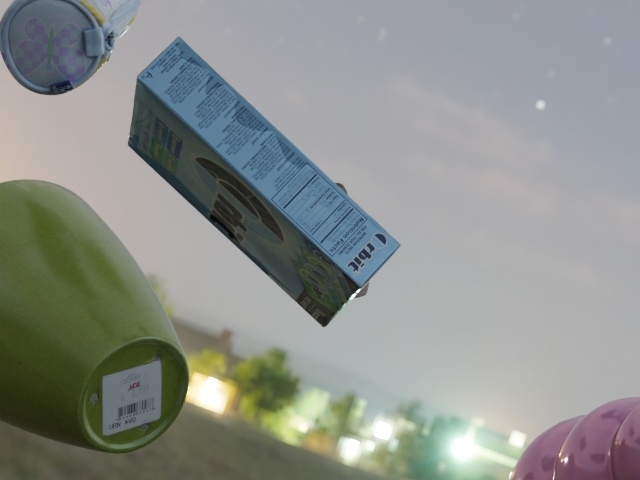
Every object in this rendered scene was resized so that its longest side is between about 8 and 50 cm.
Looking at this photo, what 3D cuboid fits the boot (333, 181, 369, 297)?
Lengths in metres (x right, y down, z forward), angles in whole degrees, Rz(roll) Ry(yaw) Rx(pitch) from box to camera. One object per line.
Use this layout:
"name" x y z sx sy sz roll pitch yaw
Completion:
"boot" 0.000 0.000 1.563 0.042 0.118 0.087 -5 -8 -39

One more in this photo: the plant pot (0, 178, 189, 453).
"plant pot" -0.277 0.110 1.902 0.274 0.275 0.293 25 5 -44

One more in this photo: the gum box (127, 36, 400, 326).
"gum box" -0.041 -0.032 1.096 0.184 0.041 0.157 44 -14 3

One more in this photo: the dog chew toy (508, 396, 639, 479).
"dog chew toy" 0.312 0.249 1.700 0.206 0.207 0.332 20 -27 -7

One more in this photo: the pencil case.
"pencil case" -0.276 -0.246 1.918 0.124 0.113 0.273 -16 17 6
